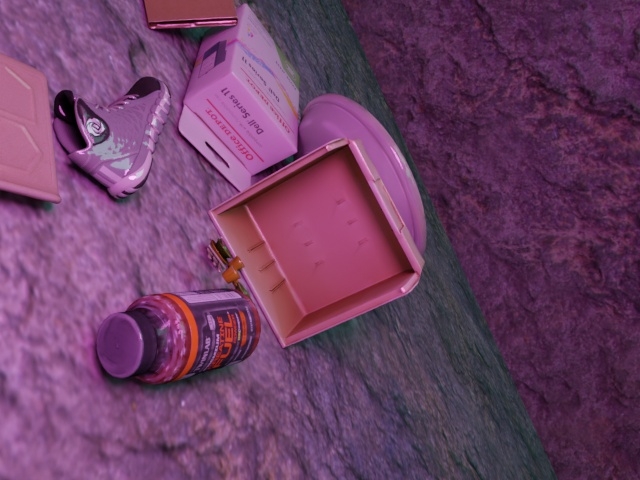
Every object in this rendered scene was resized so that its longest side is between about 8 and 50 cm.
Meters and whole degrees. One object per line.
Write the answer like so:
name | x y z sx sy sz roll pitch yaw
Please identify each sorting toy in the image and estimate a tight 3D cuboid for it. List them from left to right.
sorting toy | -0.379 -0.141 0.564 0.193 0.038 0.208 19 45 -57

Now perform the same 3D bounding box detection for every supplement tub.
supplement tub | -0.166 0.114 0.645 0.198 0.106 0.106 2 64 -62

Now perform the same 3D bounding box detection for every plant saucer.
plant saucer | 0.040 -0.083 1.060 0.101 0.400 0.400 -28 92 -21

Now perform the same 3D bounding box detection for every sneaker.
sneaker | -0.283 -0.176 0.721 0.132 0.086 0.228 37 37 -40

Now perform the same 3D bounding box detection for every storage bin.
storage bin | 0.000 0.000 0.897 0.262 0.260 0.123 62 21 -4

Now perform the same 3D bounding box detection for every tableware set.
tableware set | -0.130 0.042 0.800 0.104 0.024 0.154 57 -3 -13

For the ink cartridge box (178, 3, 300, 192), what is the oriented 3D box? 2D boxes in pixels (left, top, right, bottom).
ink cartridge box | -0.142 -0.277 1.040 0.207 0.119 0.353 47 30 -38

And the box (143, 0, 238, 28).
box | -0.258 -0.488 1.014 0.021 0.165 0.201 116 -39 -64
